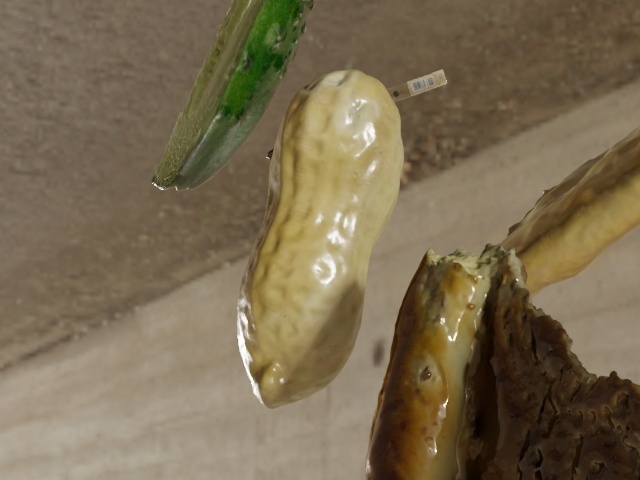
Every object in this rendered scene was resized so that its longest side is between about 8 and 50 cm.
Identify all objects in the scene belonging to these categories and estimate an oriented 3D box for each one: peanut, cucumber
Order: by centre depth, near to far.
[{"bbox_3d":[0.000,0.000,0.963,0.101,0.263,0.117,9,170,32],"label":"peanut"},{"bbox_3d":[-0.110,-0.193,1.666,0.105,0.325,0.145,22,-166,-30],"label":"cucumber"}]

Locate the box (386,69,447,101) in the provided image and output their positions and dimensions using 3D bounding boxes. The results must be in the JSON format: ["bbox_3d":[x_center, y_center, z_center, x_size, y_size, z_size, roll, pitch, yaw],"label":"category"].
[{"bbox_3d":[0.135,-0.220,1.829,0.053,0.024,0.083,-12,-170,47],"label":"box"}]

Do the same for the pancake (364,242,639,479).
[{"bbox_3d":[0.118,0.106,0.737,0.057,0.266,0.244,28,155,-36],"label":"pancake"}]

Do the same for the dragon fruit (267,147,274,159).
[{"bbox_3d":[0.022,-0.065,1.514,0.127,0.161,0.120,-37,131,10],"label":"dragon fruit"}]

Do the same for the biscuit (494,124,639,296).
[{"bbox_3d":[0.402,-0.094,1.512,0.446,0.104,0.429,-38,177,24],"label":"biscuit"}]
